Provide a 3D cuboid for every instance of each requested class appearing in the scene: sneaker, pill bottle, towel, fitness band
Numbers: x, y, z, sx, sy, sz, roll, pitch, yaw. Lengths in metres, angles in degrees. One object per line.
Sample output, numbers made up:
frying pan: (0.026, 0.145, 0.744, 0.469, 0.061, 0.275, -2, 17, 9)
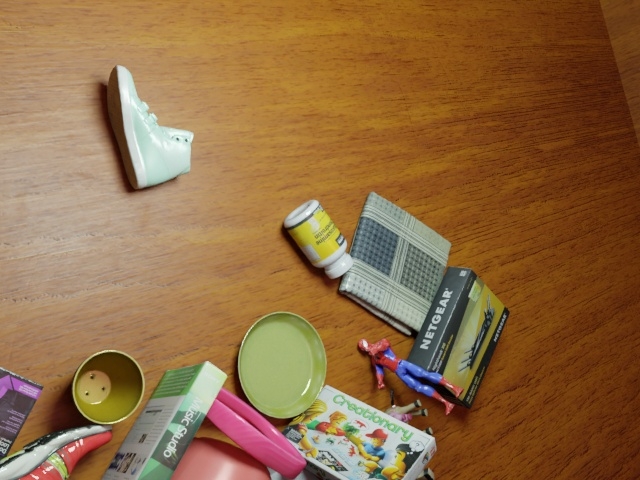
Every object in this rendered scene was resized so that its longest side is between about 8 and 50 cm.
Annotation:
sneaker: (-0.357, -0.248, 1.443, 0.151, 0.094, 0.255, -18, 101, -32)
sneaker: (-0.478, 0.408, 1.184, 0.279, 0.107, 0.118, -21, 92, -55)
pill bottle: (0.000, 0.000, 1.654, 0.184, 0.103, 0.103, 54, 55, -15)
towel: (0.208, 0.071, 1.837, 0.324, 0.056, 0.312, 31, 61, -26)
fitness band: (-0.138, 0.387, 1.380, 0.054, 0.209, 0.291, -51, 135, -9)

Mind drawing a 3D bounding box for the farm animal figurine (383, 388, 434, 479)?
farm animal figurine: (0.187, 0.576, 1.616, 0.326, 0.172, 0.330, 61, 27, -9)

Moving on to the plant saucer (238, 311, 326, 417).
plant saucer: (-0.092, 0.286, 1.566, 0.241, 0.037, 0.240, 8, 75, -35)

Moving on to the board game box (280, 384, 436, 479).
board game box: (0.074, 0.453, 1.497, 0.193, 0.305, 0.053, -41, 134, -36)

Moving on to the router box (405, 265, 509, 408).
router box: (0.378, 0.262, 1.841, 0.243, 0.081, 0.308, 42, 67, -37)

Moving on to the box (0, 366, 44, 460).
box: (-0.584, 0.309, 1.200, 0.116, 0.029, 0.162, 34, 63, -27)

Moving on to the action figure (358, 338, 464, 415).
action figure: (0.196, 0.331, 1.657, 0.139, 0.280, 0.091, -20, 137, -59)

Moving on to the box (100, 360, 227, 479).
box: (-0.311, 0.383, 1.258, 0.058, 0.232, 0.322, 37, 61, -18)

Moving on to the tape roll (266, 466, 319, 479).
tape roll: (-0.084, 0.607, 1.483, 0.219, 0.072, 0.219, 8, 77, -35)

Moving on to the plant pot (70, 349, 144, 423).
plant pot: (-0.417, 0.277, 1.289, 0.134, 0.095, 0.134, 8, 76, -36)

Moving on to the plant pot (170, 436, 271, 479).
plant pot: (-0.224, 0.530, 1.290, 0.275, 0.275, 0.243, 44, 48, -22)
